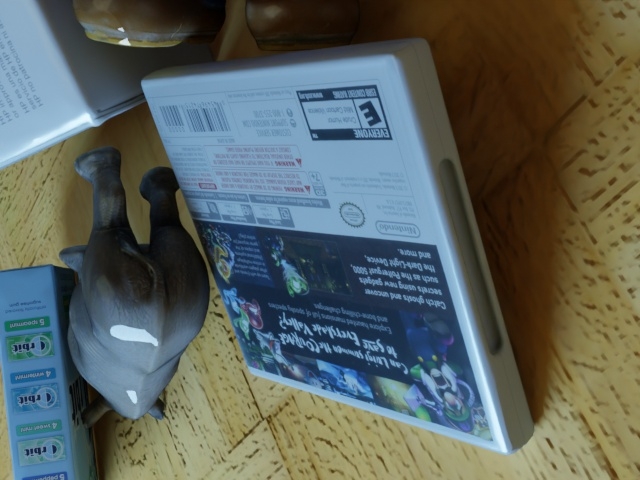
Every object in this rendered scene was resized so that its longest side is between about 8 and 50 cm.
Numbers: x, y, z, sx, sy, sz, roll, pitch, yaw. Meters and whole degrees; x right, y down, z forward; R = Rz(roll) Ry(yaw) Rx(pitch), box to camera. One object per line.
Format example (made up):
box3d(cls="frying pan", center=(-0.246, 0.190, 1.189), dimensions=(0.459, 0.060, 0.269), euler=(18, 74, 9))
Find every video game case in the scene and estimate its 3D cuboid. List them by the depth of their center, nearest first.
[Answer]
box3d(cls="video game case", center=(0.000, 0.000, 0.449), dimensions=(0.190, 0.022, 0.173), euler=(7, 121, 51))

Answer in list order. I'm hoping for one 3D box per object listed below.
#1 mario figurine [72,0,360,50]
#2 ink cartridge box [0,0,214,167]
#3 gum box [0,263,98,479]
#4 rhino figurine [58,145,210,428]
box3d(cls="mario figurine", center=(-0.053, -0.240, 0.401), dimensions=(0.170, 0.198, 0.321), euler=(-149, 56, -64))
box3d(cls="ink cartridge box", center=(-0.251, -0.138, 0.585), dimensions=(0.307, 0.129, 0.223), euler=(-18, 103, 31))
box3d(cls="gum box", center=(-0.184, 0.111, 0.673), dimensions=(0.157, 0.041, 0.185), euler=(168, 95, -80))
box3d(cls="rhino figurine", center=(-0.117, 0.050, 0.597), dimensions=(0.243, 0.073, 0.106), euler=(118, 139, -57))
